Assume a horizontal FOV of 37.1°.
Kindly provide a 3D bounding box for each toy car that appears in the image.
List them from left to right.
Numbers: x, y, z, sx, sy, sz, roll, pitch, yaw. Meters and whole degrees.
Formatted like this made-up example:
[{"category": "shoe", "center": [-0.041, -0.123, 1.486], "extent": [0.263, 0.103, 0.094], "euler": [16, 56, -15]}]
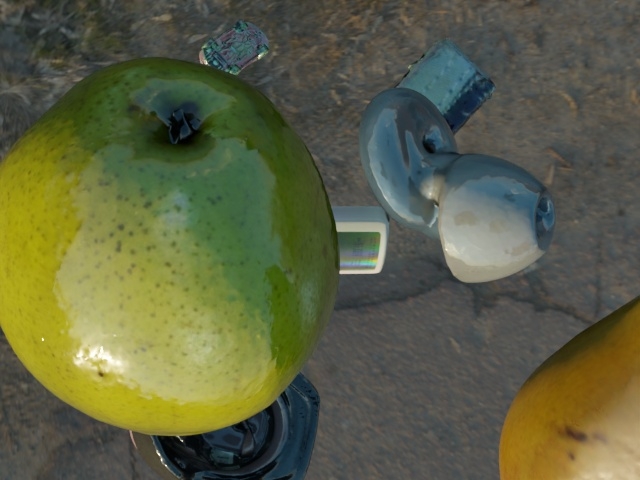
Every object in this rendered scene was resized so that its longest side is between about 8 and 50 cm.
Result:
[{"category": "toy car", "center": [-0.139, -0.302, 1.532], "extent": [0.069, 0.055, 0.142], "euler": [47, 46, -2]}]

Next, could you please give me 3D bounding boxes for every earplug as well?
[{"category": "earplug", "center": [0.186, -0.083, 1.350], "extent": [0.325, 0.214, 0.175], "euler": [47, 126, 15]}]

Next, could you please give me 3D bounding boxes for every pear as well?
[{"category": "pear", "center": [-0.117, 0.007, 0.726], "extent": [0.294, 0.294, 0.294], "euler": [-3, 99, -18]}]

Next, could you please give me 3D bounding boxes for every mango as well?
[{"category": "mango", "center": [0.255, 0.127, 0.658], "extent": [0.211, 0.173, 0.317], "euler": [30, 129, 1]}]

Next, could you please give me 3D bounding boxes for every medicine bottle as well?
[{"category": "medicine bottle", "center": [0.000, 0.000, 1.582], "extent": [0.219, 0.078, 0.115], "euler": [-1, 129, -9]}]

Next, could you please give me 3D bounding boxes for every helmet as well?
[{"category": "helmet", "center": [-0.142, 0.236, 1.263], "extent": [0.253, 0.154, 0.198], "euler": [24, 71, -40]}]

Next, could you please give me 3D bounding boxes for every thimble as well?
[{"category": "thimble", "center": [0.202, -0.250, 1.731], "extent": [0.150, 0.237, 0.237], "euler": [40, 85, -3]}]
